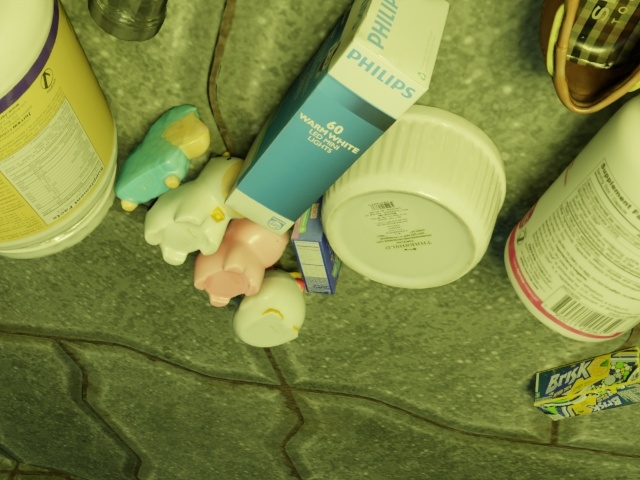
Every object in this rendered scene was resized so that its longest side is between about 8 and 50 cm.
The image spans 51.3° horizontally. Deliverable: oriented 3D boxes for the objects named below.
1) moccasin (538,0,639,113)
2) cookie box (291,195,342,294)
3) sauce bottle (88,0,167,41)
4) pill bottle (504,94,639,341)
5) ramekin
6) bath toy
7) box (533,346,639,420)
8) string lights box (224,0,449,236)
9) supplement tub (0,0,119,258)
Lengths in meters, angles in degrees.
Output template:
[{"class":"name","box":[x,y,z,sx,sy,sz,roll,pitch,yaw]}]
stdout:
[{"class":"moccasin","box":[0.236,-0.241,0.407,0.139,0.146,0.380,20,142,-2]},{"class":"cookie box","box":[0.000,0.000,0.843,0.040,0.091,0.107,2,139,14]},{"class":"sauce bottle","box":[-0.110,-0.297,0.513,0.112,0.111,0.344,29,143,-13]},{"class":"pill bottle","box":[0.308,-0.035,0.620,0.161,0.160,0.283,22,142,-4]},{"class":"ramekin","box":[0.097,-0.037,0.744,0.207,0.109,0.207,12,142,9]},{"class":"bath toy","box":[-0.111,-0.002,0.860,0.152,0.129,0.348,-19,132,13]},{"class":"box","box":[0.395,0.210,0.964,0.054,0.059,0.169,38,138,-22]},{"class":"string lights box","box":[0.007,-0.127,0.651,0.077,0.133,0.260,31,141,-15]},{"class":"supplement tub","box":[-0.341,-0.132,0.660,0.241,0.240,0.331,15,158,4]}]
